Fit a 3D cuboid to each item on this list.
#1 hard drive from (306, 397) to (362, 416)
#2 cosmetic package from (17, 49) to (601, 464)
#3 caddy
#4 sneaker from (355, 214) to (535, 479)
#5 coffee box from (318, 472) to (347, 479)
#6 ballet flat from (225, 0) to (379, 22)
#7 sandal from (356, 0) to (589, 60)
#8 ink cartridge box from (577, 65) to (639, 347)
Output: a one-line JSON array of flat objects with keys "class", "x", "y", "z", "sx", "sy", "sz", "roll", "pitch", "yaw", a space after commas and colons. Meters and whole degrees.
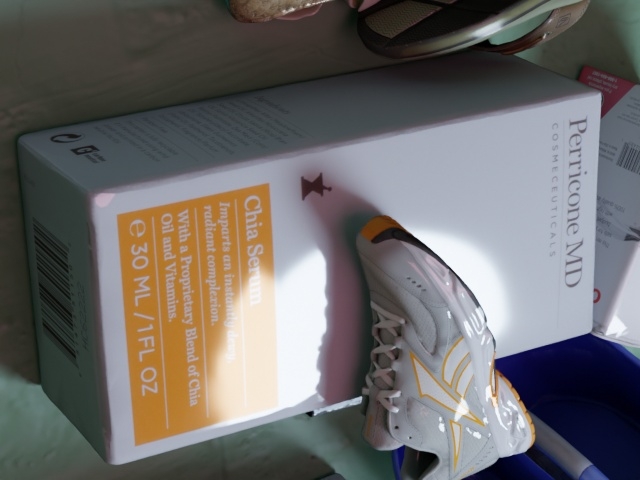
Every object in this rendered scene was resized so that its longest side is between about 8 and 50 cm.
[{"class": "hard drive", "x": 0.029, "y": 0.113, "z": 1.472, "sx": 0.135, "sy": 0.094, "sz": 0.022, "roll": -12, "pitch": 113, "yaw": -26}, {"class": "cosmetic package", "x": 0.000, "y": 0.000, "z": 1.374, "sx": 0.453, "sy": 0.161, "sz": 0.230, "roll": -14, "pitch": 115, "yaw": -26}, {"class": "caddy", "x": 0.220, "y": 0.214, "z": 1.490, "sx": 0.241, "sy": 0.341, "sz": 0.179, "roll": -43, "pitch": 141, "yaw": -10}, {"class": "sneaker", "x": 0.073, "y": 0.101, "z": 1.304, "sx": 0.121, "sy": 0.099, "sz": 0.262, "roll": -34, "pitch": 123, "yaw": -9}, {"class": "coffee box", "x": -0.032, "y": 0.462, "z": 1.422, "sx": 0.338, "sy": 0.334, "sz": 0.337, "roll": -18, "pitch": 116, "yaw": -23}, {"class": "ballet flat", "x": 0.011, "y": -0.217, "z": 1.368, "sx": 0.206, "sy": 0.073, "sz": 0.067, "roll": -11, "pitch": 140, "yaw": -23}, {"class": "sandal", "x": 0.174, "y": -0.205, "z": 1.431, "sx": 0.303, "sy": 0.120, "sz": 0.086, "roll": -21, "pitch": 131, "yaw": -22}, {"class": "ink cartridge box", "x": 0.275, "y": -0.029, "z": 1.522, "sx": 0.092, "sy": 0.158, "sz": 0.218, "roll": 17, "pitch": 99, "yaw": -34}]
